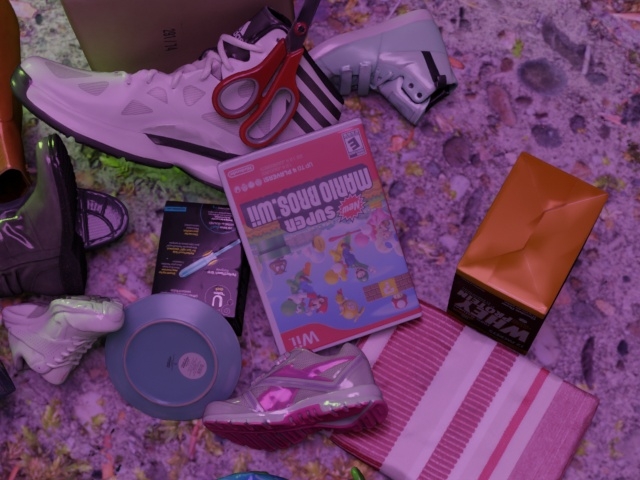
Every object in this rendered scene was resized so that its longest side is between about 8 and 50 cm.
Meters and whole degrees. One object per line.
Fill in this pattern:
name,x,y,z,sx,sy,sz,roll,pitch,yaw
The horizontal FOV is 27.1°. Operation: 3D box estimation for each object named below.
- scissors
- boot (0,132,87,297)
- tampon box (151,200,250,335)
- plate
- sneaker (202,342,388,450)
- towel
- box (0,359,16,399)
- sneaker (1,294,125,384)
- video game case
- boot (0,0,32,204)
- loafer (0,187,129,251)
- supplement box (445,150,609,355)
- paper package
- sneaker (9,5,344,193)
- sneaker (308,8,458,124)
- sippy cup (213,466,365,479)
scissors,-0.027,-0.255,1.732,0.109,0.021,0.297,36,99,-20
boot,-0.403,-0.020,1.769,0.161,0.247,0.083,-3,30,-3
tampon box,-0.162,0.040,1.841,0.120,0.101,0.161,5,71,4
plate,-0.199,0.161,1.780,0.188,0.024,0.188,2,108,5
sneaker,-0.036,0.205,1.772,0.252,0.103,0.111,-11,58,10
towel,0.181,0.237,1.799,0.329,0.037,0.237,29,75,13
box,-0.536,0.163,1.784,0.183,0.059,0.233,-32,47,-9
sneaker,-0.338,0.134,1.786,0.090,0.232,0.115,-1,84,-44
video game case,0.000,0.000,1.792,0.204,0.025,0.285,-19,100,-2
boot,-0.445,-0.189,1.833,0.104,0.295,0.211,-11,60,-16
loafer,-0.403,-0.016,1.882,0.267,0.084,0.096,-6,75,-5
supplement box,0.274,0.021,1.788,0.129,0.194,0.191,28,73,11
paper package,-0.197,-0.353,1.867,0.309,0.325,0.168,-11,69,-1
sneaker,-0.177,-0.225,1.813,0.447,0.169,0.258,19,104,-16
sneaker,0.076,-0.227,1.939,0.255,0.094,0.151,-23,74,-6
sippy cup,-0.087,0.388,1.648,0.240,0.224,0.306,24,72,9
